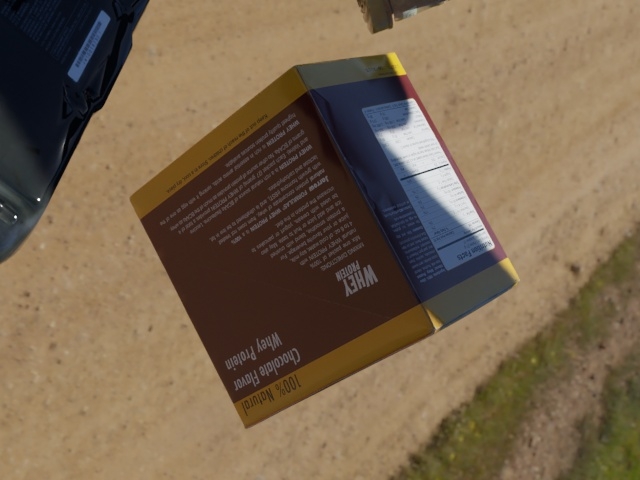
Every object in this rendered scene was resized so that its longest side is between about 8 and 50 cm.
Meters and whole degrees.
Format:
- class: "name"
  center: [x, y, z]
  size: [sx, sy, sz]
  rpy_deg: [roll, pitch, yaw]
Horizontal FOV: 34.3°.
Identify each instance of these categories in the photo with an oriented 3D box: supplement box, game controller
- class: "supplement box"
  center: [0.000, 0.000, 0.754]
  size: [0.129, 0.191, 0.194]
  rpy_deg: [-20, 80, -53]
- class: "game controller"
  center: [-0.181, -0.142, 0.588]
  size: [0.166, 0.067, 0.319]
  rpy_deg: [48, 47, -39]

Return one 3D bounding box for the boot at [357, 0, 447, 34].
- class: "boot"
  center: [0.140, -0.359, 1.081]
  size: [0.089, 0.269, 0.236]
  rpy_deg: [-139, -153, -84]
